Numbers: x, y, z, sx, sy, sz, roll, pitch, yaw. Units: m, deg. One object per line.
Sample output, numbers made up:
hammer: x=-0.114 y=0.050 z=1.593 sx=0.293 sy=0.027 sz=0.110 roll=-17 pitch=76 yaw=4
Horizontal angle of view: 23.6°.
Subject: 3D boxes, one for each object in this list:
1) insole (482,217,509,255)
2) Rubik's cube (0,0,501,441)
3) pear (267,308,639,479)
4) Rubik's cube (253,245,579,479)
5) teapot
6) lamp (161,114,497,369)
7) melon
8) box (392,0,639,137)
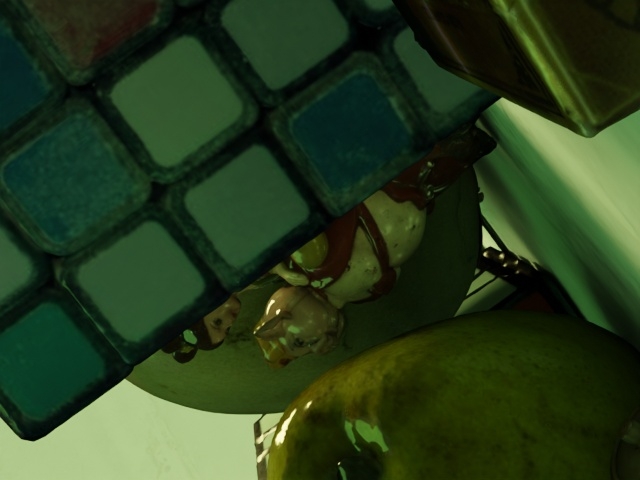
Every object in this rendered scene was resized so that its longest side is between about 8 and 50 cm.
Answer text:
insole: x=0.126 y=-0.045 z=1.384 sx=0.153 sy=0.002 sz=0.053 roll=54 pitch=-179 yaw=4
Rubik's cube: x=-0.120 y=-0.134 z=0.730 sx=0.292 sy=0.287 sz=0.293 roll=55 pitch=179 yaw=-20
pear: x=0.116 y=0.164 z=0.967 sx=0.307 sy=0.253 sz=0.253 roll=22 pitch=-156 yaw=-46
Rubik's cube: x=0.132 y=0.202 z=1.308 sx=0.283 sy=0.293 sz=0.288 roll=55 pitch=-178 yaw=-5
teapot: x=0.207 y=0.101 z=0.858 sx=0.080 sy=0.085 sz=0.110 roll=31 pitch=-143 yaw=-16
lamp: x=0.000 y=0.000 z=0.972 sx=0.118 sy=0.253 sz=0.118 roll=37 pitch=-174 yaw=-4
melon: x=-0.032 y=-0.005 z=1.163 sx=0.268 sy=0.330 sz=0.268 roll=167 pitch=90 yaw=-84
box: x=0.004 y=-0.146 z=0.363 sx=0.240 sy=0.071 sz=0.159 roll=55 pitch=178 yaw=-15
